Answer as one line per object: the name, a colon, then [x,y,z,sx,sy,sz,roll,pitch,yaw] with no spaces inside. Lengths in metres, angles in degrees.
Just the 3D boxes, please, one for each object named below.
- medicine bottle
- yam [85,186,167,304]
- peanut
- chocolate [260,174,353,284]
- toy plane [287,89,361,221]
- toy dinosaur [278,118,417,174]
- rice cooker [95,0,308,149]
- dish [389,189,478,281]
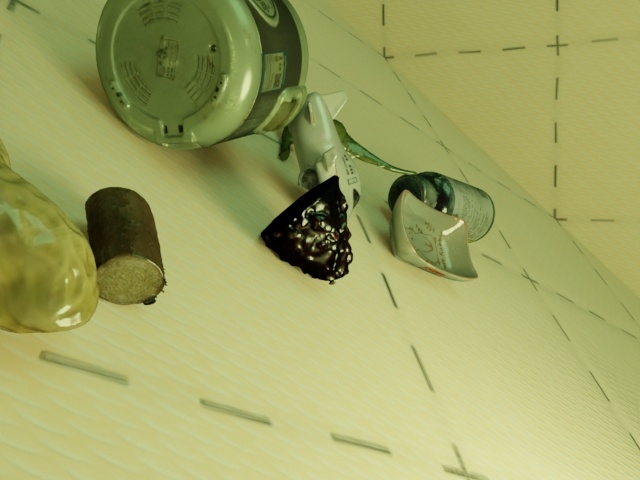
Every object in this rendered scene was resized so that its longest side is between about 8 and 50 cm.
medicine bottle: [0.277,-0.078,1.484,0.293,0.141,0.141,11,39,-49]
yam: [-0.217,0.004,0.714,0.084,0.084,0.127,22,34,-37]
peanut: [-0.321,-0.037,0.564,0.325,0.140,0.153,45,8,2]
chocolate: [0.000,0.000,0.991,0.133,0.156,0.156,54,23,-12]
toy plane: [0.012,-0.141,1.145,0.244,0.117,0.244,167,-90,-90]
toy dinosaur: [-0.018,-0.252,1.389,0.447,0.087,0.301,18,29,-19]
rice cooker: [-0.171,-0.287,1.019,0.288,0.288,0.277,44,25,5]
dish: [0.221,0.004,1.323,0.212,0.077,0.151,22,52,-37]
